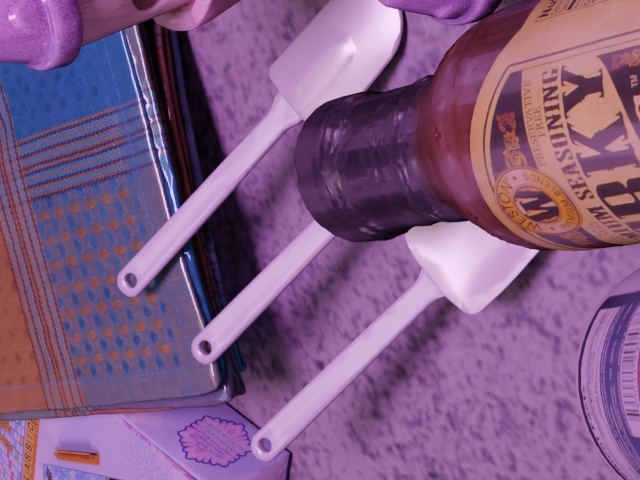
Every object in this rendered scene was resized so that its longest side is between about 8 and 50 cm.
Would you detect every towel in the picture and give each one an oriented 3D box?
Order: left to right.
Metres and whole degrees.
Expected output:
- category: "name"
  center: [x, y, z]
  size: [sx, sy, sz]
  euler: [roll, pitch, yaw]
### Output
- category: "towel"
  center: [-0.202, -0.018, 1.030]
  size: [0.370, 0.040, 0.271]
  euler: [-11, 92, 44]

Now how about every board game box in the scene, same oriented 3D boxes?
- category: "board game box"
  center: [-0.165, 0.195, 1.155]
  size: [0.318, 0.066, 0.318]
  euler: [34, 133, 32]

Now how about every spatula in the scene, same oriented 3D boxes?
- category: "spatula"
  center: [0.000, 0.000, 0.832]
  size: [0.168, 0.019, 0.242]
  euler: [50, 119, 11]

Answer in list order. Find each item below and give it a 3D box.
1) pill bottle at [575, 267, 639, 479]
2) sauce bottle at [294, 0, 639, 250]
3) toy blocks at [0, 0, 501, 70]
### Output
- category: "pill bottle"
  center: [0.157, 0.053, 0.624]
  size: [0.108, 0.108, 0.180]
  euler: [61, 175, 3]
- category: "sauce bottle"
  center: [0.123, -0.051, 0.642]
  size: [0.344, 0.111, 0.111]
  euler: [-12, 101, 51]
- category: "toy blocks"
  center: [-0.071, -0.208, 0.657]
  size: [0.309, 0.260, 0.288]
  euler: [24, 127, 40]
